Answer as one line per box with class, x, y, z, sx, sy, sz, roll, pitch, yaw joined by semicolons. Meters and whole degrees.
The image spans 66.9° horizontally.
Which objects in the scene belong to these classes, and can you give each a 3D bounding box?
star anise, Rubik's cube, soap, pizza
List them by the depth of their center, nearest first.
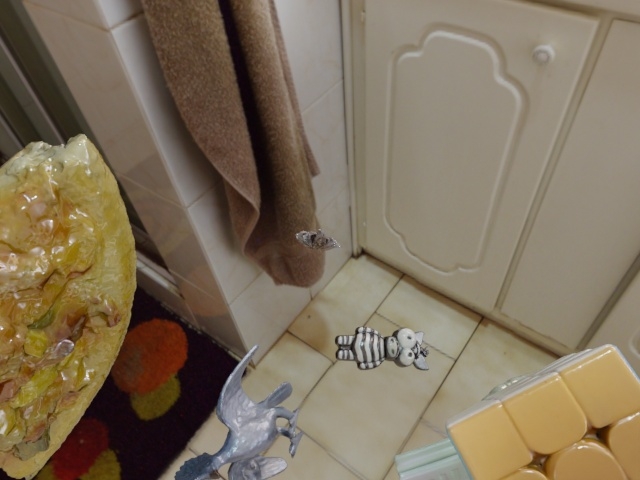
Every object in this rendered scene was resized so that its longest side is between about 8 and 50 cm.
pizza;-0.227;0.077;0.397;0.087;0.258;0.268;33;74;15
Rubik's cube;0.403;0.374;0.799;0.291;0.290;0.292;-28;69;4
star anise;-0.002;-0.002;1.230;0.124;0.129;0.056;14;81;-5
soap;0.393;0.712;1.507;0.289;0.173;0.095;-20;26;4

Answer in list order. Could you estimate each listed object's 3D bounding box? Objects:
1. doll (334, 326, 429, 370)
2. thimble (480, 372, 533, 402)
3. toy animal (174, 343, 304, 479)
doll;0.138;0.229;1.030;0.219;0.067;0.091;5;67;-17
thimble;0.524;0.491;1.193;0.291;0.291;0.195;-20;32;-12
toy animal;-0.120;0.309;0.806;0.176;0.239;0.255;-3;11;9
